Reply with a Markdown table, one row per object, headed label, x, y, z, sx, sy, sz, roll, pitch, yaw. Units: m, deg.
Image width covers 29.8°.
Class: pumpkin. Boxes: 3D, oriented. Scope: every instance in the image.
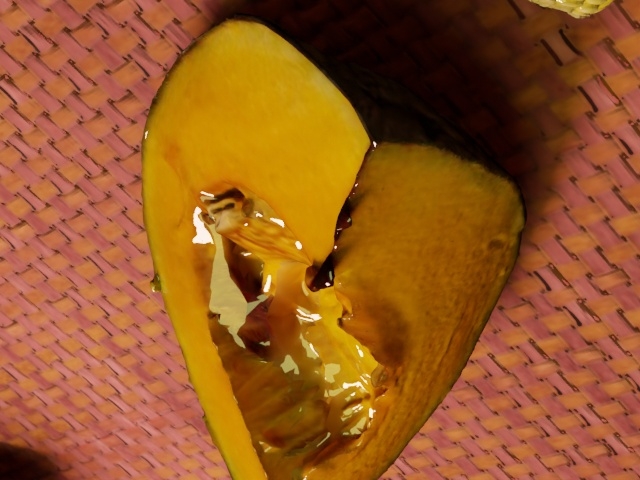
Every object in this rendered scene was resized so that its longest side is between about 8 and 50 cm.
| label | x | y | z | sx | sy | sz | roll | pitch | yaw |
| --- | --- | --- | --- | --- | --- | --- | --- | --- | --- |
| pumpkin | 0.000 | 0.000 | 0.657 | 0.169 | 0.148 | 0.312 | 48 | 139 | 33 |

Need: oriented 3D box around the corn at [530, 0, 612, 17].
| label | x | y | z | sx | sy | sz | roll | pitch | yaw |
| --- | --- | --- | --- | --- | --- | --- | --- | --- | --- |
| corn | 0.121 | -0.158 | 0.466 | 0.085 | 0.063 | 0.165 | 6 | 142 | -16 |
